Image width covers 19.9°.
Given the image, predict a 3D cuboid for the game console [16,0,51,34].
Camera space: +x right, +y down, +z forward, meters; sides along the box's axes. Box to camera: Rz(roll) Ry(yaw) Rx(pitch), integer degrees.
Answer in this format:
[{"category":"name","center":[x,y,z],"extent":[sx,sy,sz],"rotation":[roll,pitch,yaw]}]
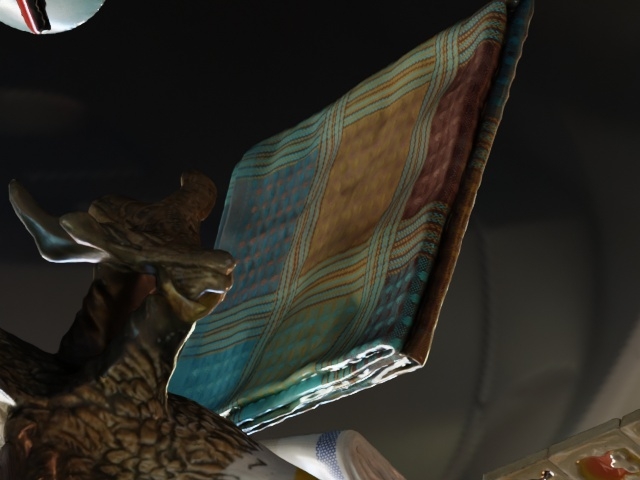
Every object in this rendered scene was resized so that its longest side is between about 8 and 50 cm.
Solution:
[{"category":"game console","center":[-0.137,-0.195,0.920],"extent":[0.085,0.124,0.144],"rotation":[-22,161,-6]}]

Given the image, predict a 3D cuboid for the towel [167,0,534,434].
[{"category":"towel","center":[0.000,0.000,1.228],"extent":[0.040,0.271,0.370],"rotation":[27,154,-19]}]

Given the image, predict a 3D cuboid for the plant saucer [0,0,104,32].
[{"category":"plant saucer","center":[-0.225,-0.226,1.250],"extent":[0.037,0.195,0.195],"rotation":[-41,179,-45]}]

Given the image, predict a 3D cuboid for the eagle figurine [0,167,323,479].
[{"category":"eagle figurine","center":[-0.092,0.131,0.870],"extent":[0.226,0.225,0.298],"rotation":[-8,113,-56]}]

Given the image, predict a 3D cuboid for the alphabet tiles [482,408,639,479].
[{"category":"alphabet tiles","center":[0.193,0.152,0.809],"extent":[0.198,0.237,0.009],"rotation":[-30,-150,40]}]

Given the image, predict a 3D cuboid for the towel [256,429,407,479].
[{"category":"towel","center":[-0.038,0.209,1.238],"extent":[0.285,0.034,0.209],"rotation":[-13,133,34]}]
